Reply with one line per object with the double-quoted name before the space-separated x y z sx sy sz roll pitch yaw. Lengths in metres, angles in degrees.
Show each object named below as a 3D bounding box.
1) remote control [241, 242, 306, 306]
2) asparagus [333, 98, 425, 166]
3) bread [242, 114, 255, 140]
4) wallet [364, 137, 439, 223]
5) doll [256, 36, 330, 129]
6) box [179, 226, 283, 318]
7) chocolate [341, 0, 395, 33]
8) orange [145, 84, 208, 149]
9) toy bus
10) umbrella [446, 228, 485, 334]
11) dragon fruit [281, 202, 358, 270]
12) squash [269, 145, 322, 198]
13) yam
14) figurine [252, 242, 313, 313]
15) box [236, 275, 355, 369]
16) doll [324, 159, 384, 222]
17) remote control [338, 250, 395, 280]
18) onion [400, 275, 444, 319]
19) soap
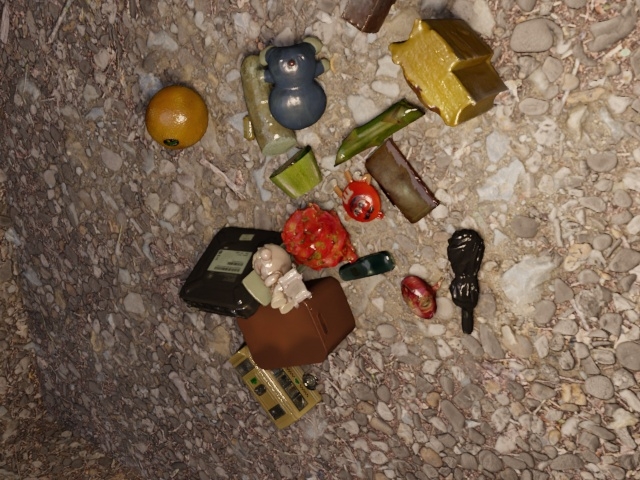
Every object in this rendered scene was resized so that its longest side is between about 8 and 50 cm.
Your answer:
"remote control" -0.135 0.094 2.028 0.123 0.285 0.038 48 150 0
"asparagus" 0.158 -0.321 1.779 0.343 0.082 0.085 -27 88 37
"bread" -0.246 -0.389 2.071 0.049 0.033 0.088 15 114 45
"wallet" 0.241 -0.175 1.822 0.255 0.031 0.137 55 132 6
"doll" -0.074 -0.470 1.835 0.227 0.154 0.259 -11 124 -3
"box" -0.309 0.104 2.144 0.358 0.351 0.091 4 146 34
"chocolate" 0.168 -0.716 1.597 0.112 0.112 0.321 40 127 12
"orange" -0.506 -0.433 2.119 0.236 0.236 0.237 14 116 30
"toy bus" -0.177 0.520 2.294 0.365 0.201 0.177 52 130 6
"umbrella" 0.433 0.127 1.780 0.118 0.118 0.341 7 118 33
"dragon fruit" 0.000 0.000 1.962 0.268 0.205 0.210 25 152 -20
"squash" -0.076 -0.215 1.950 0.170 0.170 0.123 -21 108 39
"yam" -0.176 -0.440 1.948 0.133 0.133 0.331 -11 99 37
"figurine" -0.137 0.094 1.901 0.144 0.182 0.257 -45 50 8
"box" -0.079 0.285 2.108 0.339 0.229 0.240 -16 99 38
"doll" 0.109 -0.134 1.899 0.217 0.085 0.183 51 132 16
"remote control" 0.150 0.089 1.987 0.221 0.042 0.072 -19 99 39
"onion" 0.329 0.159 1.864 0.150 0.140 0.150 55 172 11
"soap" 0.330 -0.424 1.496 0.143 0.281 0.259 -38 87 36
